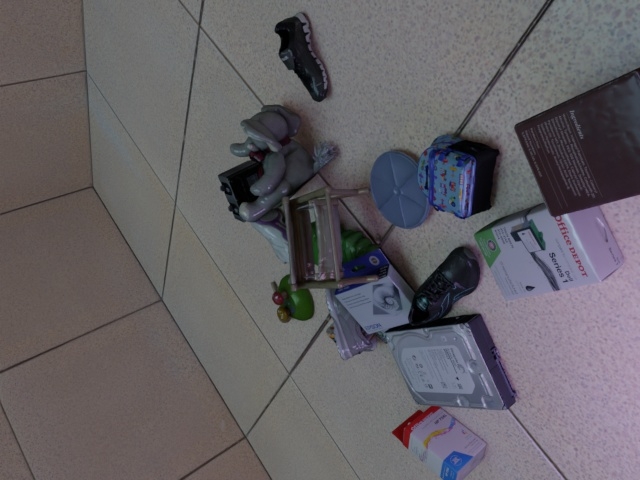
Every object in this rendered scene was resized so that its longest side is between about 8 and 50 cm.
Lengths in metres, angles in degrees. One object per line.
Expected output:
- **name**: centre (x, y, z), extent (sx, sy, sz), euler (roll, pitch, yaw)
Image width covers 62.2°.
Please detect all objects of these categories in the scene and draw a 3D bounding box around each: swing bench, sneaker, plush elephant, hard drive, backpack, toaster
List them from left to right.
- **toaster**: centre (-0.235, -0.176, 1.781), extent (0.110, 0.186, 0.168), euler (15, 131, 53)
- **plush elephant**: centre (-0.143, -0.249, 1.522), extent (0.330, 0.272, 0.255), euler (-38, 92, 28)
- **sneaker**: centre (-0.150, -0.005, 1.812), extent (0.305, 0.114, 0.152), euler (39, 138, 34)
- **sneaker**: centre (-0.058, -0.470, 1.388), extent (0.078, 0.106, 0.234), euler (-5, 107, 56)
- **swing bench**: centre (0.000, 0.000, 1.413), extent (0.255, 0.165, 0.253), euler (-9, 86, 44)
- **sneaker**: centre (0.087, 0.222, 1.638), extent (0.105, 0.115, 0.281), euler (66, -170, -69)
- **sneaker**: centre (0.110, 0.319, 1.703), extent (0.215, 0.084, 0.083), euler (9, 134, 55)
- **sneaker**: centre (0.295, 0.124, 1.283), extent (0.101, 0.106, 0.267), euler (48, 142, 26)
- **hard drive**: centre (0.329, 0.326, 1.405), extent (0.339, 0.064, 0.237), euler (-22, 93, 56)
- **backpack**: centre (0.274, -0.142, 1.130), extent (0.173, 0.117, 0.158), euler (33, 135, 43)

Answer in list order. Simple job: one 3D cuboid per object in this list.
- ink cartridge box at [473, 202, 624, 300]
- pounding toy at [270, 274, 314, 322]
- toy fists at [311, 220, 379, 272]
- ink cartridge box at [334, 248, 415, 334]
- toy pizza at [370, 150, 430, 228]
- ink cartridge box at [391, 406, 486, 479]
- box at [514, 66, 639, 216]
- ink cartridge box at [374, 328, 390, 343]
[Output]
- **ink cartridge box**: centre (0.433, 0.014, 1.025), extent (0.219, 0.093, 0.160), euler (-28, 88, 58)
- **pounding toy**: centre (-0.135, 0.231, 1.950), extent (0.237, 0.110, 0.183), euler (-22, 92, 57)
- **toy fists**: centre (0.059, 0.020, 1.557), extent (0.279, 0.096, 0.142), euler (25, 139, 42)
- **ink cartridge box**: centre (0.146, 0.149, 1.464), extent (0.224, 0.045, 0.223), euler (50, 137, -11)
- **toy pizza**: centre (0.201, -0.126, 1.317), extent (0.201, 0.032, 0.201), euler (32, 133, 41)
- **ink cartridge box**: centre (0.327, 0.556, 1.490), extent (0.231, 0.134, 0.078), euler (32, 135, 40)
- **box**: centre (0.452, -0.156, 0.818), extent (0.203, 0.168, 0.167), euler (-20, 93, 58)
- **ink cartridge box**: centre (0.171, 0.255, 1.609), extent (0.115, 0.029, 0.063), euler (34, 136, 39)
